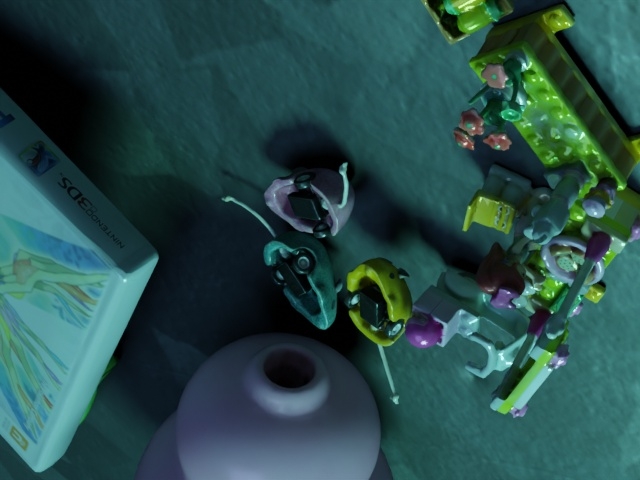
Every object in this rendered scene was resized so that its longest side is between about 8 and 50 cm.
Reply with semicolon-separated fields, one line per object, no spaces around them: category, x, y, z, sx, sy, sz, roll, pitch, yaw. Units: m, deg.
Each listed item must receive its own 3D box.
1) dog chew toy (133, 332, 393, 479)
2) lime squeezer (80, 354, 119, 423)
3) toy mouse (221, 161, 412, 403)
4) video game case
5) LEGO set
dog chew toy;-0.041;0.190;1.079;0.207;0.206;0.332;25;137;14
lime squeezer;-0.200;0.079;1.191;0.110;0.059;0.310;17;143;24
toy mouse;0.000;0.000;0.938;0.143;0.031;0.161;32;144;35
video game case;-0.255;-0.013;1.079;0.300;0.036;0.329;45;147;8
LEGO set;0.092;-0.012;0.785;0.132;0.107;0.287;18;143;22
